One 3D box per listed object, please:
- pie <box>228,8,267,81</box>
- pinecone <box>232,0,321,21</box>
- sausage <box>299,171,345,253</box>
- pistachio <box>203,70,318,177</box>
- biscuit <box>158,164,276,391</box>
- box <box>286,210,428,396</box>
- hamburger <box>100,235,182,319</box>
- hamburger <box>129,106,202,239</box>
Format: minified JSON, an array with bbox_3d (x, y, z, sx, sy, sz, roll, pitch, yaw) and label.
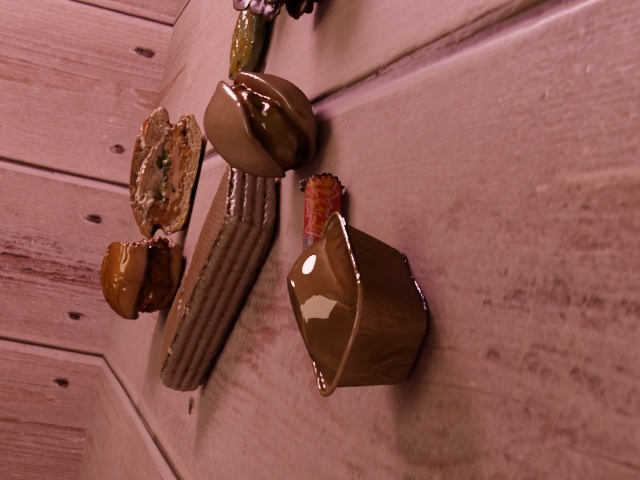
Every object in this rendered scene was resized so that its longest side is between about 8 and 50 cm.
[{"bbox_3d":[-0.120,-0.361,1.858,0.187,0.041,0.187,-167,90,-75],"label":"pie"},{"bbox_3d":[-0.074,-0.397,1.428,0.208,0.207,0.208,-168,90,-75],"label":"pinecone"},{"bbox_3d":[0.000,0.000,1.113,0.048,0.050,0.145,116,159,-57],"label":"sausage"},{"bbox_3d":[-0.072,-0.143,1.345,0.215,0.143,0.144,-137,60,-66],"label":"pistachio"},{"bbox_3d":[-0.160,0.061,1.593,0.426,0.078,0.144,118,160,-44],"label":"biscuit"},{"bbox_3d":[0.022,0.051,0.882,0.177,0.111,0.111,-107,33,-61],"label":"box"},{"bbox_3d":[-0.380,0.081,2.264,0.245,0.155,0.282,-110,30,-51],"label":"hamburger"},{"bbox_3d":[-0.343,-0.141,2.306,0.156,0.143,0.283,-166,86,-76],"label":"hamburger"}]
